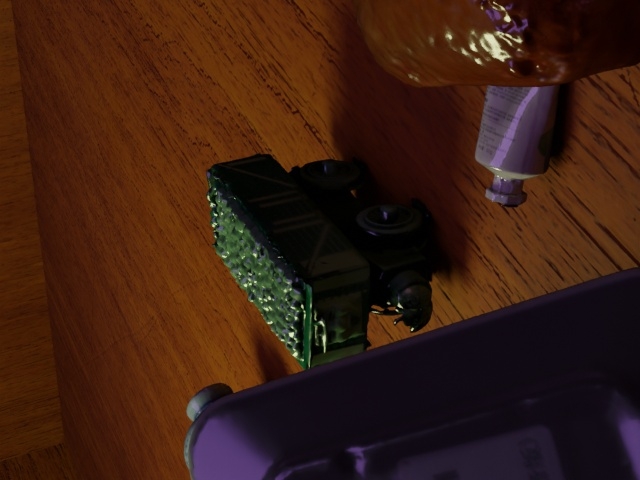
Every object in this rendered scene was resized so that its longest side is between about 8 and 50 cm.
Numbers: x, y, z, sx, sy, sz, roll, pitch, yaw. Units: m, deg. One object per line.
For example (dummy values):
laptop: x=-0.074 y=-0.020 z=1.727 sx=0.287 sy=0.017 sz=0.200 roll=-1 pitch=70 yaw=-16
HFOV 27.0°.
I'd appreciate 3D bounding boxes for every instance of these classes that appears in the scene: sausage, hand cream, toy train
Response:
sausage: x=0.110 y=-0.169 z=0.825 sx=0.268 sy=0.153 sz=0.141 roll=-165 pitch=62 yaw=-68
hand cream: x=0.144 y=-0.095 z=0.956 sx=0.084 sy=0.053 sz=0.142 roll=36 pitch=122 yaw=58
toy train: x=0.000 y=0.000 z=1.232 sx=0.269 sy=0.154 sz=0.115 roll=-130 pitch=34 yaw=-50

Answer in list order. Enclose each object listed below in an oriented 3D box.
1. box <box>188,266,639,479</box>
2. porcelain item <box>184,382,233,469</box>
box: x=0.120 y=0.233 z=0.842 sx=0.090 sy=0.373 sz=0.367 roll=-1 pitch=-108 yaw=-68
porcelain item: x=-0.080 y=0.294 z=1.682 sx=0.259 sy=0.141 sz=0.141 roll=53 pitch=151 yaw=30
